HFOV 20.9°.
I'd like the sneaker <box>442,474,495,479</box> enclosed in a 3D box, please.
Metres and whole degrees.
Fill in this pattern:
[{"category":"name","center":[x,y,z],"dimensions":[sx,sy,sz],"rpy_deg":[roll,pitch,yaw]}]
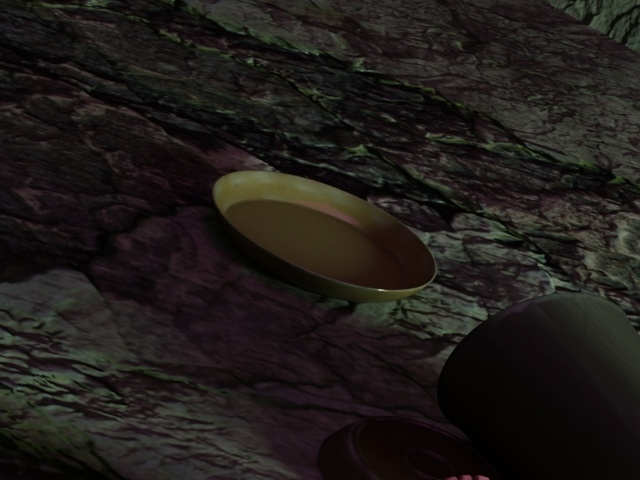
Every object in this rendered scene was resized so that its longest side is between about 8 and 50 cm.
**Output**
[{"category":"sneaker","center":[0.044,0.236,1.129],"dimensions":[0.299,0.121,0.112],"rpy_deg":[-11,68,-55]}]

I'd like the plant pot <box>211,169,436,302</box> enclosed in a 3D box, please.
[{"category":"plant pot","center":[0.000,0.000,1.716],"dimensions":[0.236,0.032,0.236],"rpy_deg":[18,22,-7]}]

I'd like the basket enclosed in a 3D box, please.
[{"category":"basket","center":[0.233,0.168,1.393],"dimensions":[0.204,0.154,0.227],"rpy_deg":[3,32,-34]}]

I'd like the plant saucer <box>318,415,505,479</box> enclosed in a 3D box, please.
[{"category":"plant saucer","center":[0.081,0.185,1.365],"dimensions":[0.168,0.029,0.168],"rpy_deg":[18,21,-7]}]
